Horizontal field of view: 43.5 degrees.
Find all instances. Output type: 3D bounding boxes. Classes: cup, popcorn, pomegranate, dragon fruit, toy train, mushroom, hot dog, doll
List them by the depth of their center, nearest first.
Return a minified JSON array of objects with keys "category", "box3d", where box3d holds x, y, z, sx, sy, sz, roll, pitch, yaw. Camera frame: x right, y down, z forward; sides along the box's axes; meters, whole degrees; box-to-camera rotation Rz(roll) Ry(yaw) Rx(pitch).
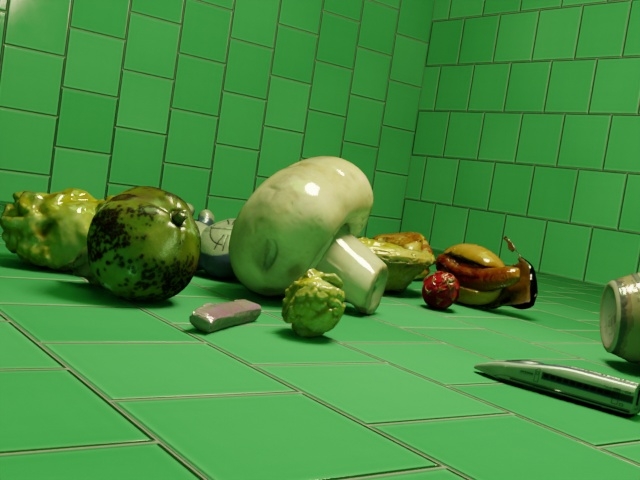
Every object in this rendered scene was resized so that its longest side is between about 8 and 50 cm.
[{"category":"toy train","box3d":[0.345,0.204,1.196,0.252,0.048,0.055,11,3,36]},{"category":"popcorn","box3d":[-0.016,0.106,1.358,0.106,0.116,0.121,-13,12,-22]},{"category":"pomegranate","box3d":[-0.354,0.003,1.482,0.276,0.204,0.222,7,18,26]},{"category":"cup","box3d":[0.668,0.162,1.535,0.257,0.227,0.301,5,-25,7]},{"category":"popcorn","box3d":[-0.525,-0.027,1.712,0.286,0.173,0.225,2,8,-8]},{"category":"mushroom","box3d":[-0.017,-0.027,1.729,0.353,0.325,0.353,10,-4,1]},{"category":"doll","box3d":[-0.261,0.013,1.931,0.258,0.154,0.228,2,35,14]},{"category":"dragon fruit","box3d":[0.292,0.133,1.969,0.094,0.094,0.190,9,-18,7]},{"category":"hot dog","box3d":[0.402,0.078,2.084,0.107,0.194,0.326,13,-12,-35]},{"category":"hot dog","box3d":[0.278,0.051,2.620,0.153,0.150,0.257,-5,10,-27]}]

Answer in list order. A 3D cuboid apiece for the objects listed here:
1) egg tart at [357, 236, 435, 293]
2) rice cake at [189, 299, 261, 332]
[{"category":"egg tart","box3d":[0.136,0.062,2.154,0.345,0.132,0.345,9,5,-1]},{"category":"rice cake","box3d":[-0.157,0.125,1.341,0.047,0.036,0.207,15,5,20]}]
